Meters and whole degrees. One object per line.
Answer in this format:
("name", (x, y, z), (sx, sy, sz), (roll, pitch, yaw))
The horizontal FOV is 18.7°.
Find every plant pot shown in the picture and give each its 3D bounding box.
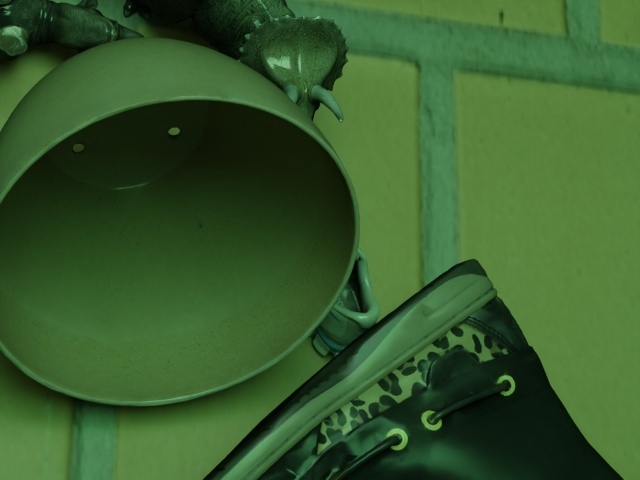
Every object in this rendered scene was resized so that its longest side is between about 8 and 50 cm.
("plant pot", (-0.133, -0.043, 1.466), (0.284, 0.284, 0.191), (-3, 39, -18))

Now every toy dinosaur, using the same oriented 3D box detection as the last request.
("toy dinosaur", (-0.082, -0.196, 1.588), (0.121, 0.160, 0.313), (-36, 81, -27))

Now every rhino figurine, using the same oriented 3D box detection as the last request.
("rhino figurine", (-0.261, -0.181, 1.566), (0.243, 0.106, 0.073), (5, 95, -15))

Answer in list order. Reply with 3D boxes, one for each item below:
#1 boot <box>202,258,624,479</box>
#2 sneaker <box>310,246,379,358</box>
("boot", (0.065, 0.229, 1.448), (0.377, 0.138, 0.284), (-41, 89, -20))
("sneaker", (0.000, 0.000, 1.567), (0.071, 0.083, 0.191), (-24, 73, -23))
